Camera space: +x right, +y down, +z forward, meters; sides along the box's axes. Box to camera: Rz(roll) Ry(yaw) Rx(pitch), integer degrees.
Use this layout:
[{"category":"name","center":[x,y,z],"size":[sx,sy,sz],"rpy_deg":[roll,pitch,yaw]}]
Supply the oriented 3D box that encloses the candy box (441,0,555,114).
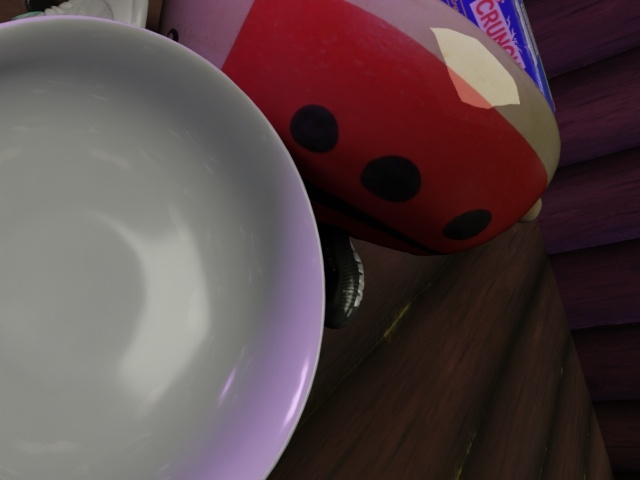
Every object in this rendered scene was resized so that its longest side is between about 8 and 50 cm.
[{"category":"candy box","center":[0.154,-0.257,0.773],"size":[0.122,0.317,0.268],"rpy_deg":[-44,114,-53]}]

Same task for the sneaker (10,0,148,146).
[{"category":"sneaker","center":[-0.211,-0.178,0.437],"size":[0.094,0.080,0.212],"rpy_deg":[17,65,-39]}]

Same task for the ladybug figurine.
[{"category":"ladybug figurine","center":[0.032,-0.112,0.525],"size":[0.450,0.305,0.161],"rpy_deg":[25,70,-5]}]

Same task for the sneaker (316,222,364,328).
[{"category":"sneaker","center":[0.000,0.000,0.672],"size":[0.106,0.078,0.234],"rpy_deg":[31,49,-43]}]

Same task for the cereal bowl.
[{"category":"cereal bowl","center":[-0.150,0.034,0.360],"size":[0.339,0.141,0.338],"rpy_deg":[14,72,-52]}]
